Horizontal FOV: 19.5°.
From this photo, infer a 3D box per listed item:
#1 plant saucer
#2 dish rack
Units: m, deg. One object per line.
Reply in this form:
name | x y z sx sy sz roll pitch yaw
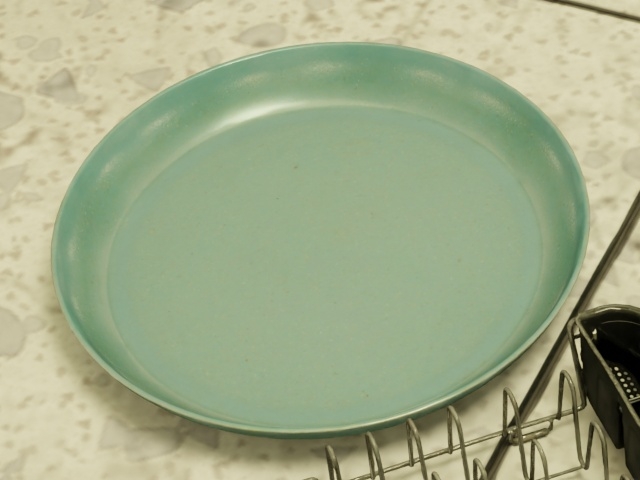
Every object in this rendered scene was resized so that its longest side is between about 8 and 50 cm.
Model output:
plant saucer | 0.000 0.000 1.107 0.317 0.044 0.318 -4 46 4
dish rack | 0.081 0.160 0.921 0.271 0.074 0.208 -18 46 -9
